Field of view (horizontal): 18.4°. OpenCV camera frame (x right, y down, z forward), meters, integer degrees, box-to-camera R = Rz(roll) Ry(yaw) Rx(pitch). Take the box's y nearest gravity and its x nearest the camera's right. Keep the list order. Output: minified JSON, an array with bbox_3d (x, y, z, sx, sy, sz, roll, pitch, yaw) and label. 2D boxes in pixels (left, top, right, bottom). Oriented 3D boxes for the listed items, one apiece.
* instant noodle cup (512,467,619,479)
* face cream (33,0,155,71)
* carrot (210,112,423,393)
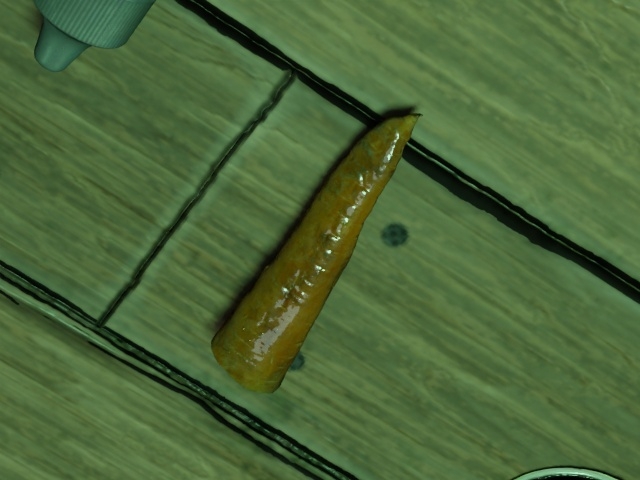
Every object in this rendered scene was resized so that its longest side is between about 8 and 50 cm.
[{"bbox_3d":[0.174,0.252,1.385,0.151,0.122,0.151,3,117,5],"label":"instant noodle cup"},{"bbox_3d":[-0.088,-0.221,1.167,0.092,0.092,0.311,30,117,-11],"label":"face cream"},{"bbox_3d":[0.000,0.000,1.307,0.057,0.057,0.224,27,115,-9],"label":"carrot"}]
